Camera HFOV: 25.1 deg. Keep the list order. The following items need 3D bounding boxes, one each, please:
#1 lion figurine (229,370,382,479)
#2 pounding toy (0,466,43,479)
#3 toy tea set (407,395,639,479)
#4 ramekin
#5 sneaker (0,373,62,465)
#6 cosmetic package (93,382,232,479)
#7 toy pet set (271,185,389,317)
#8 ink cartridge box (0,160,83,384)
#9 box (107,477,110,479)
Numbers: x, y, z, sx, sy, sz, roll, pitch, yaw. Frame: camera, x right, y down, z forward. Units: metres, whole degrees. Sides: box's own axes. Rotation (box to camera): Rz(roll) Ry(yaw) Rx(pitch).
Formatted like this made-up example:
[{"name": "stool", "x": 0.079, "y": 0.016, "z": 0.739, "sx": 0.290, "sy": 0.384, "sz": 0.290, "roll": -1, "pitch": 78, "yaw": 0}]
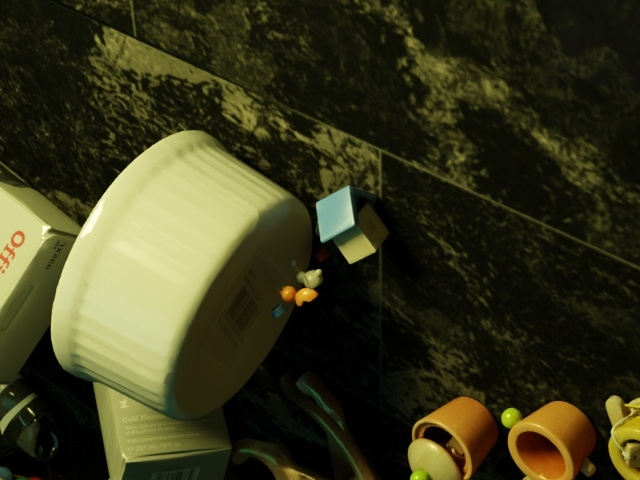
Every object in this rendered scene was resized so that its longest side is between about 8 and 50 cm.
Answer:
[{"name": "lion figurine", "x": -0.001, "y": 0.334, "z": 1.617, "sx": 0.240, "sy": 0.142, "sz": 0.392, "roll": 43, "pitch": 146, "yaw": 24}, {"name": "pounding toy", "x": -0.479, "y": 0.405, "z": 2.252, "sx": 0.206, "sy": 0.094, "sz": 0.181, "roll": 15, "pitch": 172, "yaw": 41}, {"name": "toy tea set", "x": 0.211, "y": 0.246, "z": 1.324, "sx": 0.336, "sy": 0.124, "sz": 0.200, "roll": -2, "pitch": 116, "yaw": 49}, {"name": "ramekin", "x": -0.126, "y": 0.043, "z": 1.424, "sx": 0.135, "sy": 0.277, "sz": 0.277, "roll": 29, "pitch": 138, "yaw": 20}, {"name": "sneaker", "x": -0.448, "y": 0.302, "z": 2.152, "sx": 0.121, "sy": 0.079, "sz": 0.217, "roll": 41, "pitch": 142, "yaw": 18}, {"name": "cosmetic package", "x": -0.187, "y": 0.167, "z": 1.625, "sx": 0.107, "sy": 0.127, "sz": 0.238, "roll": 108, "pitch": 150, "yaw": -49}, {"name": "toy pet set", "x": 0.000, "y": 0.000, "z": 1.374, "sx": 0.114, "sy": 0.122, "sz": 0.065, "roll": -27, "pitch": 105, "yaw": 35}, {"name": "ink cartridge box", "x": -0.461, "y": 0.003, "z": 1.793, "sx": 0.307, "sy": 0.129, "sz": 0.223, "roll": 36, "pitch": 97, "yaw": 23}, {"name": "box", "x": -0.217, "y": 0.426, "z": 2.011, "sx": 0.087, "sy": 0.058, "sz": 0.232, "roll": -3, "pitch": 117, "yaw": 49}]
